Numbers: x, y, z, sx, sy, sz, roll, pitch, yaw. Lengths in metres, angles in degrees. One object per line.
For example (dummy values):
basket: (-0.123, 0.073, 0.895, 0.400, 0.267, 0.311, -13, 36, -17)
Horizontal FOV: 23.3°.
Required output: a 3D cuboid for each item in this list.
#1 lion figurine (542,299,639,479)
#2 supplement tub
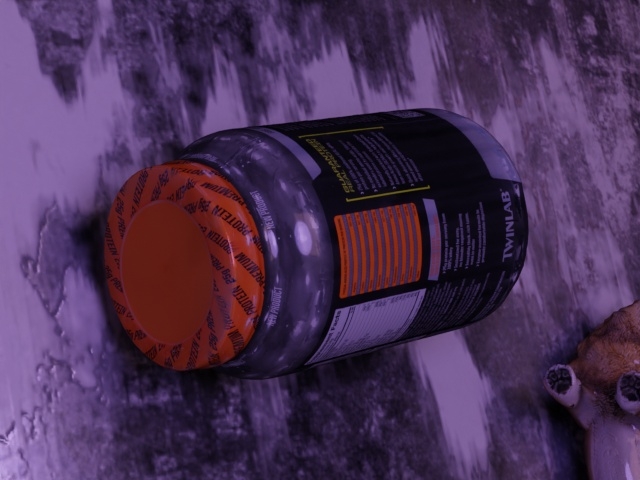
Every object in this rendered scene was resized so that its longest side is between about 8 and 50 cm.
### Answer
lion figurine: (0.313, 0.243, 1.541, 0.240, 0.142, 0.392, 30, 60, -64)
supplement tub: (0.000, 0.000, 1.309, 0.338, 0.207, 0.207, -10, 80, -43)
